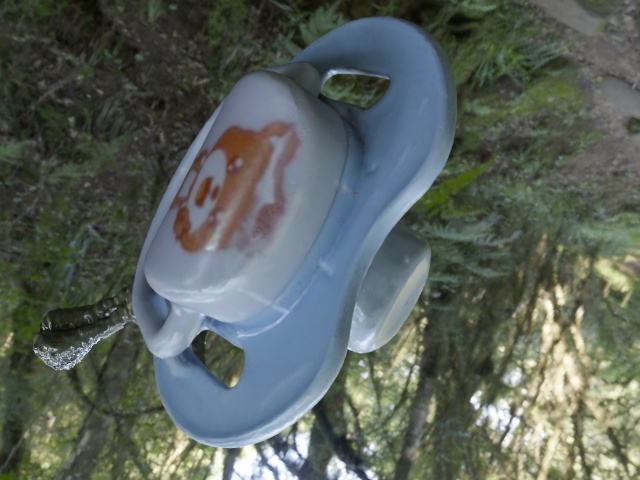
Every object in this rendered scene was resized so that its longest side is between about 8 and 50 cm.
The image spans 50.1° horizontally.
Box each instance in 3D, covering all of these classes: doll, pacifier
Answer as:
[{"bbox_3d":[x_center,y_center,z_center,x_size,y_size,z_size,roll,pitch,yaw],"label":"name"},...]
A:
[{"bbox_3d":[-0.136,0.038,0.635,0.285,0.203,0.091,-6,127,42],"label":"doll"},{"bbox_3d":[0.000,0.000,0.453,0.207,0.279,0.227,29,178,-34],"label":"pacifier"}]
